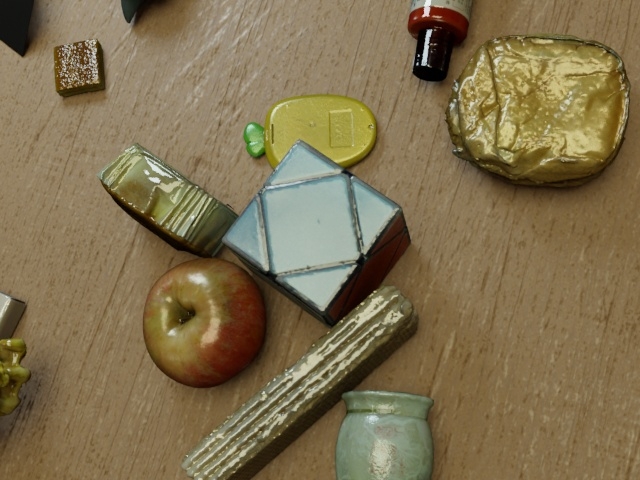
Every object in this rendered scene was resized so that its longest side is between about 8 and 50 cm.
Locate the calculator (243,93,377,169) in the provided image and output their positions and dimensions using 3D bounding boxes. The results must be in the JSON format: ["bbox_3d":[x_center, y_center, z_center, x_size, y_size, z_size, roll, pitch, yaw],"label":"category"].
[{"bbox_3d":[-0.019,-0.184,1.573,0.235,0.032,0.146,-5,74,7],"label":"calculator"}]

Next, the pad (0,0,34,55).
[{"bbox_3d":[-0.631,-0.481,1.720,0.245,0.006,0.170,37,125,17],"label":"pad"}]

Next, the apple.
[{"bbox_3d":[-0.184,0.129,1.451,0.209,0.164,0.209,-7,71,20],"label":"apple"}]

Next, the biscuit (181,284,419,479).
[{"bbox_3d":[-0.023,0.232,1.405,0.426,0.144,0.078,-41,71,-3],"label":"biscuit"}]

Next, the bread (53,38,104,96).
[{"bbox_3d":[-0.448,-0.321,1.683,0.090,0.035,0.094,-10,74,8],"label":"bread"}]

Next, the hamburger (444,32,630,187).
[{"bbox_3d":[0.349,-0.213,1.461,0.283,0.144,0.259,14,82,9],"label":"hamburger"}]

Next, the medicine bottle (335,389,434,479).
[{"bbox_3d":[0.097,0.299,1.362,0.147,0.147,0.143,1,72,10],"label":"medicine bottle"}]

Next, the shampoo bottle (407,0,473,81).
[{"bbox_3d":[0.209,-0.407,1.555,0.104,0.104,0.278,8,77,12],"label":"shampoo bottle"}]

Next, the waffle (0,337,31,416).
[{"bbox_3d":[-0.633,0.197,1.455,0.324,0.151,0.261,39,90,20],"label":"waffle"}]

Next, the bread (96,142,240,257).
[{"bbox_3d":[-0.249,-0.060,1.496,0.210,0.192,0.110,34,86,16],"label":"bread"}]

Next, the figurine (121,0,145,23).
[{"bbox_3d":[-0.304,-0.558,1.656,0.140,0.193,0.265,4,64,12],"label":"figurine"}]

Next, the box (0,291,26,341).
[{"bbox_3d":[-0.683,0.226,1.565,0.214,0.069,0.353,21,81,15],"label":"box"}]

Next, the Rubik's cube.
[{"bbox_3d":[0.000,0.000,1.430,0.205,0.207,0.205,35,85,17],"label":"Rubik's cube"}]
